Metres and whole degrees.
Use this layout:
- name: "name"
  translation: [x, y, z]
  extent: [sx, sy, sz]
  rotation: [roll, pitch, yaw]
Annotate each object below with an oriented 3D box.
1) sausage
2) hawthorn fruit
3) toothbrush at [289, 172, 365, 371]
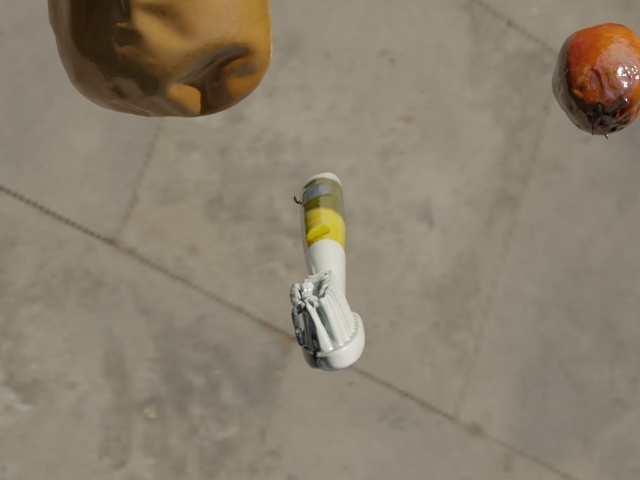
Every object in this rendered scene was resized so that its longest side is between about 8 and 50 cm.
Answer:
- name: "sausage"
  translation: [-0.092, -0.184, 1.046]
  extent: [0.136, 0.120, 0.241]
  rotation: [-1, 119, -12]
- name: "hawthorn fruit"
  translation: [0.215, -0.116, 1.351]
  extent: [0.081, 0.081, 0.093]
  rotation: [43, 24, -24]
- name: "toothbrush"
  translation: [0.000, 0.000, 0.680]
  extent: [0.021, 0.288, 0.024]
  rotation: [-19, 101, 3]
